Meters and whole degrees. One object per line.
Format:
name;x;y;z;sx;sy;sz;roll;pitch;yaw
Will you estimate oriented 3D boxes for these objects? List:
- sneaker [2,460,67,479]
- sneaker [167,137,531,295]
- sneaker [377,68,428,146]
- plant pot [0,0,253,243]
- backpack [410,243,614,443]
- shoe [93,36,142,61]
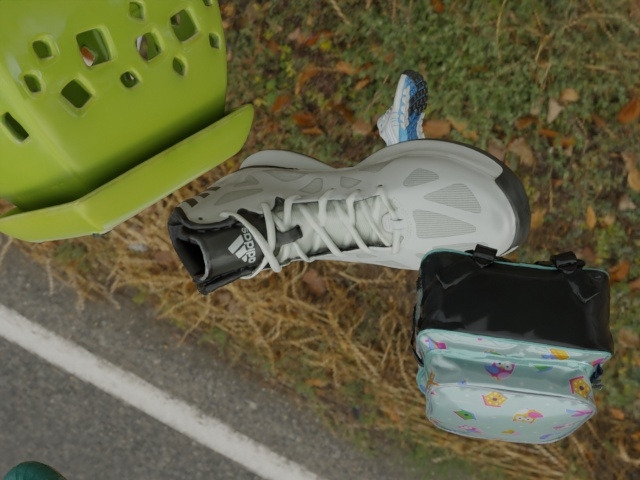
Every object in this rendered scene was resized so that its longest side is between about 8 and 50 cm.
sneaker;-0.338;0.391;0.948;0.108;0.302;0.121;-34;147;1
sneaker;0.000;0.001;0.929;0.447;0.257;0.169;4;118;38
sneaker;0.130;-0.205;1.332;0.083;0.071;0.191;30;142;30
plant pot;-0.208;-0.126;0.695;0.227;0.228;0.207;-5;115;49
backpack;0.161;0.100;0.695;0.166;0.144;0.188;3;160;8
shoe;-0.313;-0.345;1.261;0.063;0.081;0.178;11;144;-28
